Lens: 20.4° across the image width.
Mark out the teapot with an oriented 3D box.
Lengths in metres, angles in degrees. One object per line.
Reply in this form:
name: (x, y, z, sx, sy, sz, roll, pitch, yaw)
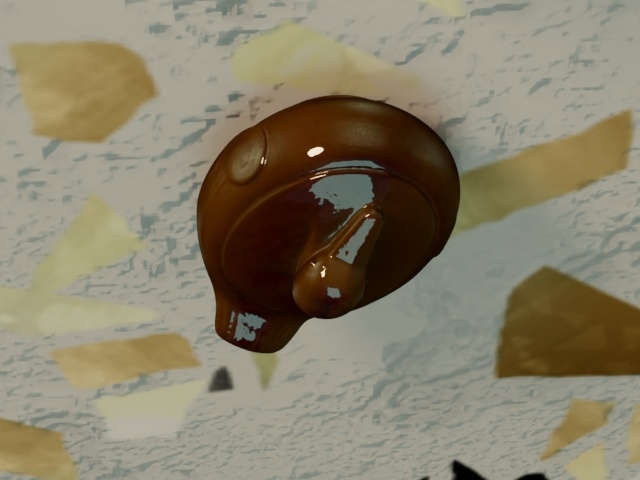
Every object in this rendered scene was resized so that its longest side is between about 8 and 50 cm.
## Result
teapot: (0.000, 0.000, 0.699, 0.098, 0.078, 0.129, 19, 138, -25)
